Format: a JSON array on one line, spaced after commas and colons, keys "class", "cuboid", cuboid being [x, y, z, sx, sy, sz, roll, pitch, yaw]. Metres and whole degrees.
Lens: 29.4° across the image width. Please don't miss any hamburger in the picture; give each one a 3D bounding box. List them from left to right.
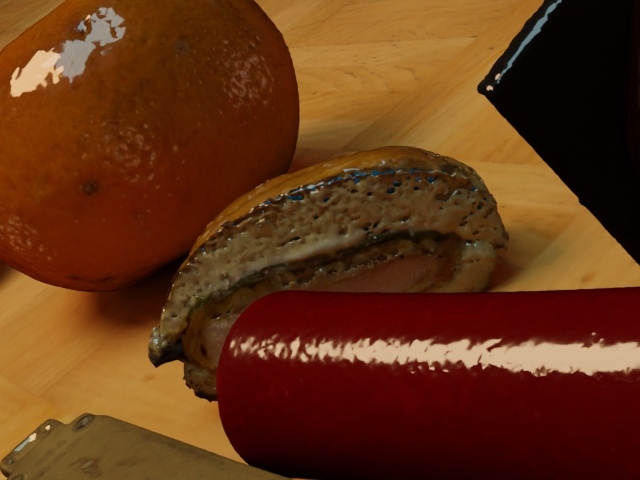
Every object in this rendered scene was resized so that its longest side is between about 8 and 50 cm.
[{"class": "hamburger", "cuboid": [-0.005, 0.000, 0.597, 0.176, 0.087, 0.102, -29, 25, 8]}]

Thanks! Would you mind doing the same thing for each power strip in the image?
[{"class": "power strip", "cuboid": [-0.043, 0.116, 0.466, 0.064, 0.044, 0.305, -44, 29, -28]}]

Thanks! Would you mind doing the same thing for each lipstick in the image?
[{"class": "lipstick", "cuboid": [0.066, 0.053, 0.422, 0.241, 0.080, 0.080, -4, 34, 46]}]

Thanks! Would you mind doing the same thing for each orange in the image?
[{"class": "orange", "cuboid": [-0.117, -0.063, 0.752, 0.224, 0.170, 0.224, -37, 3, 3]}]

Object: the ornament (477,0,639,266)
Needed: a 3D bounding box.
[{"class": "ornament", "cuboid": [0.194, -0.032, 0.395, 0.153, 0.166, 0.196, -52, 45, 2]}]
